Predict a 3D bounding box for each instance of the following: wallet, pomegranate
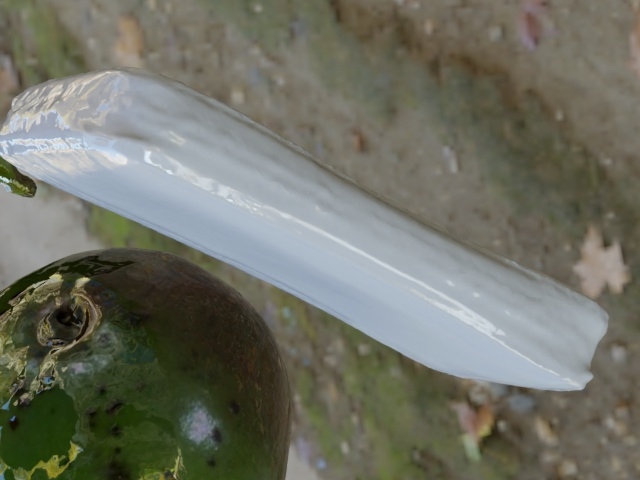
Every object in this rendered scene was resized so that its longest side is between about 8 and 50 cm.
[{"bbox_3d":[0.000,0.000,0.501,0.095,0.190,0.033,4,70,62],"label":"wallet"},{"bbox_3d":[-0.092,0.112,0.846,0.181,0.181,0.224,54,171,40],"label":"pomegranate"}]

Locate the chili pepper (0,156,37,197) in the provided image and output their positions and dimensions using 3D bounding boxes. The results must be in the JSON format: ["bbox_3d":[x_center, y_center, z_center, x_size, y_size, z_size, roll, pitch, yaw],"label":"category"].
[{"bbox_3d":[-0.256,-0.078,0.987,0.049,0.208,0.043,-62,14,20],"label":"chili pepper"}]
